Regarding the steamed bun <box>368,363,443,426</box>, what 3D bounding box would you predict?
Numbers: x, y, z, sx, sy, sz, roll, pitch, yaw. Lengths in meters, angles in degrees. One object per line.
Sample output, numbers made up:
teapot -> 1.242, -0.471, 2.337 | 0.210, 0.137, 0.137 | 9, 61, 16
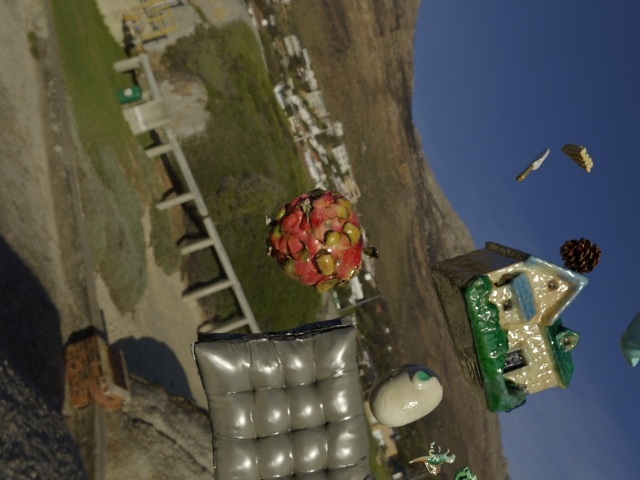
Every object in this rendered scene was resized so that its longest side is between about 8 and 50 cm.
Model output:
steamed bun -> 0.247, 0.442, 1.593 | 0.177, 0.228, 0.131 | -145, -145, -74

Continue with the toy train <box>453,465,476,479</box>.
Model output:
toy train -> 0.376, 0.682, 1.434 | 0.099, 0.081, 0.149 | 22, 57, -64

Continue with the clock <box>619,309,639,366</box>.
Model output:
clock -> 0.988, 0.268, 1.476 | 0.094, 0.223, 0.274 | 59, -24, -17

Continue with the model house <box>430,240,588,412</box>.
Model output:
model house -> 0.523, 0.208, 1.425 | 0.334, 0.342, 0.382 | -121, -165, -82

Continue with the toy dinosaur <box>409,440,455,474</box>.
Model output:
toy dinosaur -> 0.415, 0.814, 2.000 | 0.044, 0.187, 0.106 | -15, -82, 57

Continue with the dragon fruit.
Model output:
dragon fruit -> 0.000, 0.000, 1.367 | 0.269, 0.250, 0.291 | 49, -17, 3

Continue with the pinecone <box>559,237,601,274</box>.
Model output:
pinecone -> 1.100, 0.063, 2.306 | 0.173, 0.173, 0.174 | 160, -90, -84

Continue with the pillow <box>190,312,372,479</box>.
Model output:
pillow -> -0.047, 0.274, 0.731 | 0.101, 0.228, 0.326 | 143, -58, -78

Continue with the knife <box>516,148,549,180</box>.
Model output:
knife -> 0.538, -0.191, 1.353 | 0.022, 0.256, 0.046 | 53, -50, 2

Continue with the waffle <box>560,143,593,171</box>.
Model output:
waffle -> 0.764, -0.228, 1.553 | 0.125, 0.032, 0.191 | 41, 16, -5
